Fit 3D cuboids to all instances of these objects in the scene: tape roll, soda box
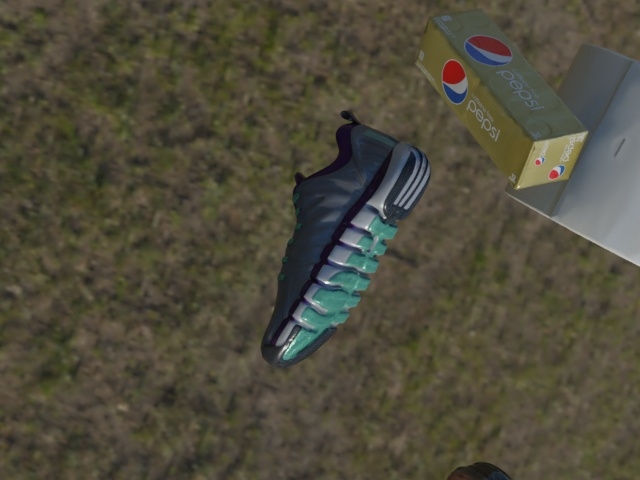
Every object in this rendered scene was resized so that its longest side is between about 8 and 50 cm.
[{"bbox_3d":[0.326,-0.066,1.439,0.246,0.246,0.169,18,102,-56],"label":"tape roll"},{"bbox_3d":[0.159,-0.129,1.315,0.061,0.181,0.058,-13,139,-27],"label":"soda box"}]

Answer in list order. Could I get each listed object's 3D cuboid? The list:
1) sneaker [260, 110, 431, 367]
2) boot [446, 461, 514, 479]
[{"bbox_3d":[0.000,0.000,1.270,0.223,0.098,0.083,-56,156,1],"label":"sneaker"},{"bbox_3d":[0.154,0.188,0.923,0.106,0.082,0.219,-43,127,-19],"label":"boot"}]
